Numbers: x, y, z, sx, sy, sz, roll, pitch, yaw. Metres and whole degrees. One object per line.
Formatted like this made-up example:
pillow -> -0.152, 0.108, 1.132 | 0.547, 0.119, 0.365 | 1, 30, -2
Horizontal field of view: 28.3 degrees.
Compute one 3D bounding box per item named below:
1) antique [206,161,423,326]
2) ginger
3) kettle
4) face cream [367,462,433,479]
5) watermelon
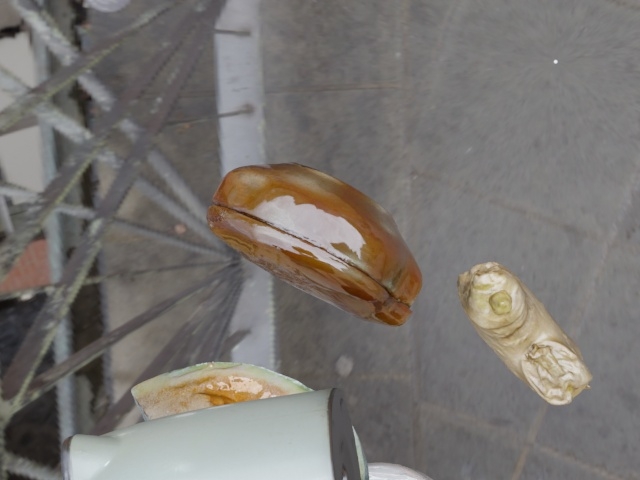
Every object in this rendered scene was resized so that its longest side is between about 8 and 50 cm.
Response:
antique -> 0.000, 0.000, 1.551 | 0.278, 0.223, 0.129 | 30, 80, -18
ginger -> 0.189, 0.081, 1.257 | 0.074, 0.137, 0.213 | -49, 125, 0
kettle -> -0.084, 0.242, 1.069 | 0.237, 0.161, 0.221 | -9, 122, 7
face cream -> 0.081, 0.386, 1.607 | 0.206, 0.111, 0.205 | -5, 71, 15
watermelon -> -0.044, 0.262, 1.357 | 0.175, 0.188, 0.322 | -29, 49, -16
